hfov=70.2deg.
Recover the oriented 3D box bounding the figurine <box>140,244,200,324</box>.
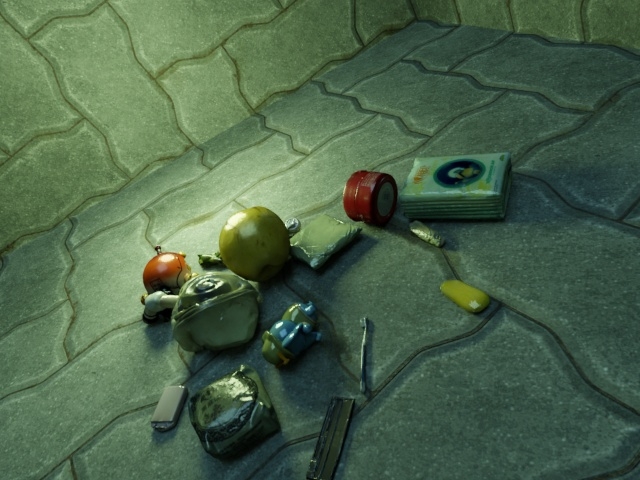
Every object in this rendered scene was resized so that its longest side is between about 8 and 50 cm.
[{"bbox_3d":[-0.681,0.185,2.010,0.320,0.196,0.323,-23,48,13],"label":"figurine"}]

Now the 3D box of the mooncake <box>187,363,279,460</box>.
[{"bbox_3d":[-0.280,0.537,1.429,0.254,0.136,0.250,-34,35,-12],"label":"mooncake"}]

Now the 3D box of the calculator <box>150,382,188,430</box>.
[{"bbox_3d":[-0.530,0.581,1.598,0.100,0.032,0.175,-9,41,20],"label":"calculator"}]

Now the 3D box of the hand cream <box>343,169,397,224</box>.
[{"bbox_3d":[0.215,-0.181,1.916,0.149,0.230,0.230,10,50,36],"label":"hand cream"}]

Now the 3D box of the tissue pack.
[{"bbox_3d":[0.544,-0.216,1.821,0.388,0.162,0.287,2,42,30],"label":"tissue pack"}]

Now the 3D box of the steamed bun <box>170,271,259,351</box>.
[{"bbox_3d":[-0.421,0.256,1.743,0.339,0.247,0.352,-16,43,15],"label":"steamed bun"}]

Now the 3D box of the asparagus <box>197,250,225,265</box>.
[{"bbox_3d":[-0.468,0.082,2.112,0.287,0.080,0.080,-8,41,21],"label":"asparagus"}]

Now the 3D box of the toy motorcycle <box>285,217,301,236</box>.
[{"bbox_3d":[-0.202,-0.018,2.074,0.254,0.112,0.112,-25,38,3],"label":"toy motorcycle"}]

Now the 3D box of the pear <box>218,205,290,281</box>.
[{"bbox_3d":[-0.272,0.011,1.890,0.314,0.314,0.314,-15,39,13],"label":"pear"}]

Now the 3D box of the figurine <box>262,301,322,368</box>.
[{"bbox_3d":[-0.094,0.316,1.570,0.262,0.154,0.180,-46,31,-19],"label":"figurine"}]

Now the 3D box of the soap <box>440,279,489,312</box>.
[{"bbox_3d":[0.477,0.178,1.503,0.089,0.033,0.168,-34,39,-14],"label":"soap"}]

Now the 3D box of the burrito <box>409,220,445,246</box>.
[{"bbox_3d":[0.413,-0.031,1.772,0.058,0.045,0.188,-30,36,-16],"label":"burrito"}]

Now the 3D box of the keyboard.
[{"bbox_3d":[0.035,0.568,1.312,0.087,0.017,0.250,-3,43,28],"label":"keyboard"}]

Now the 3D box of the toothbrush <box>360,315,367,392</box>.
[{"bbox_3d":[0.139,0.363,1.485,0.026,0.024,0.288,-12,40,18],"label":"toothbrush"}]

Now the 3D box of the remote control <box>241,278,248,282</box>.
[{"bbox_3d":[-0.387,0.201,1.964,0.162,0.029,0.061,-8,39,29],"label":"remote control"}]

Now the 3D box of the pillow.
[{"bbox_3d":[0.000,0.001,1.945,0.274,0.076,0.281,-39,34,-19],"label":"pillow"}]
